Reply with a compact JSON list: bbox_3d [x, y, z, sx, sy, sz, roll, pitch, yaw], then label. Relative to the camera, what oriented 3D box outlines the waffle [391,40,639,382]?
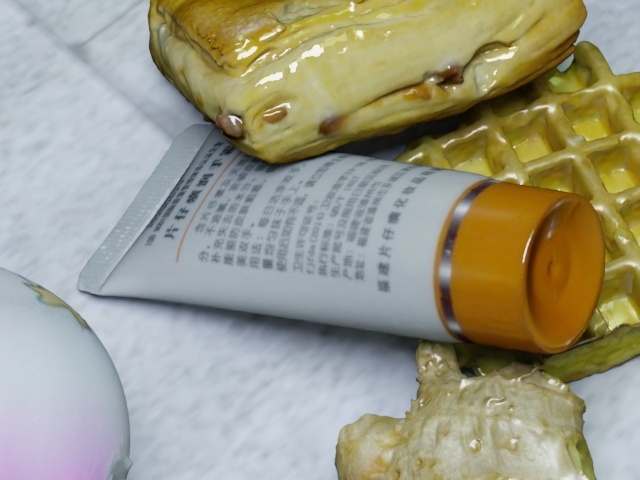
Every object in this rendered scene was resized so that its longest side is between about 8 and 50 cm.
[{"bbox_3d":[0.134,-0.025,1.062,0.229,0.057,0.219,-17,60,-9],"label":"waffle"}]

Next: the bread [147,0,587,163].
[{"bbox_3d":[0.019,-0.141,1.064,0.235,0.099,0.210,-20,28,-13],"label":"bread"}]

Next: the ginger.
[{"bbox_3d":[0.084,0.144,0.936,0.157,0.102,0.216,-20,61,16],"label":"ginger"}]

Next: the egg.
[{"bbox_3d":[-0.231,0.093,0.917,0.271,0.196,0.196,16,59,25],"label":"egg"}]

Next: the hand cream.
[{"bbox_3d":[0.000,0.000,0.993,0.314,0.089,0.139,14,57,37],"label":"hand cream"}]
